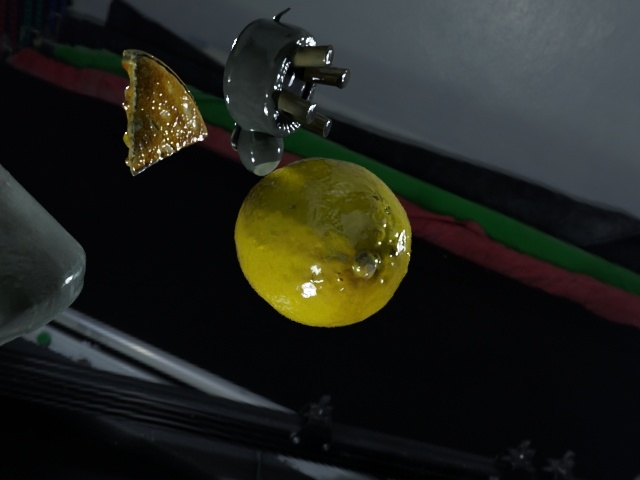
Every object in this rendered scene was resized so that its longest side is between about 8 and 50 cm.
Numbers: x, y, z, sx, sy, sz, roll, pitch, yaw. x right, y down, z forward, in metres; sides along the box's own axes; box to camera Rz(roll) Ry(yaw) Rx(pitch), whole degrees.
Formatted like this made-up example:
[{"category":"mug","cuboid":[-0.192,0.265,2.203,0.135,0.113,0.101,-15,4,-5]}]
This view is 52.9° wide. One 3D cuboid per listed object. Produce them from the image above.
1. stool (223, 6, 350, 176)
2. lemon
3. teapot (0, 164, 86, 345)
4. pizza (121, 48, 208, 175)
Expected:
[{"category":"stool","cuboid":[-0.048,-0.207,0.930,0.139,0.228,0.153,21,-135,19]},{"category":"lemon","cuboid":[0.003,0.001,0.877,0.235,0.236,0.263,3,-144,-27]},{"category":"teapot","cuboid":[-0.525,-0.020,0.935,0.253,0.344,0.300,-26,-154,-7]},{"category":"pizza","cuboid":[-0.236,-0.163,0.936,0.036,0.176,0.184,4,162,31]}]
